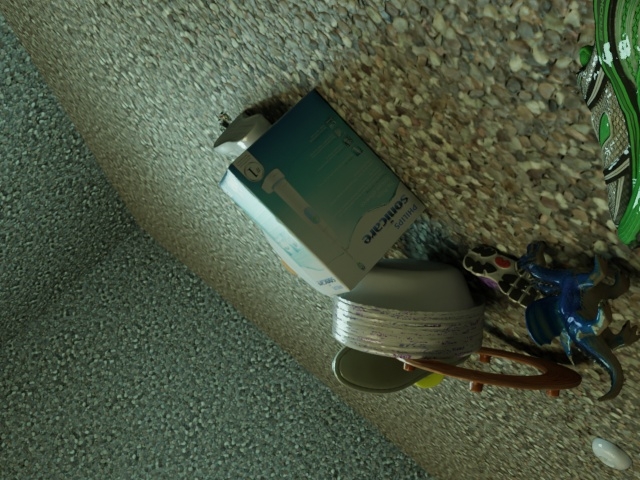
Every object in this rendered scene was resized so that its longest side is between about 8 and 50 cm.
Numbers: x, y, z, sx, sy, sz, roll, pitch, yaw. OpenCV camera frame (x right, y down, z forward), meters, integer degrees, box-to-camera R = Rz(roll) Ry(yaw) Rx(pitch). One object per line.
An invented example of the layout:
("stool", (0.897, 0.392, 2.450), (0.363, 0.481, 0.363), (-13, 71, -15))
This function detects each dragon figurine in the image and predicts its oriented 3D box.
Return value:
("dragon figurine", (0.341, 0.112, 0.832), (0.085, 0.289, 0.144), (29, 138, -22))

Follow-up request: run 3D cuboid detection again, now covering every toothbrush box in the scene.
("toothbrush box", (0.002, -0.079, 1.094), (0.295, 0.216, 0.126), (44, 162, -5))

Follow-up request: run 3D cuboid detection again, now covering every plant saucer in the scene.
("plant saucer", (-0.096, 0.083, 1.967), (0.083, 0.013, 0.083), (39, 161, 16))

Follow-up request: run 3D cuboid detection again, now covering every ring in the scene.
("ring", (0.295, 0.232, 1.118), (0.337, 0.032, 0.336), (7, -179, 0))

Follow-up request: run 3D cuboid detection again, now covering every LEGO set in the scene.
("LEGO set", (-0.231, -0.272, 1.457), (0.054, 0.023, 0.083), (35, 160, 24))

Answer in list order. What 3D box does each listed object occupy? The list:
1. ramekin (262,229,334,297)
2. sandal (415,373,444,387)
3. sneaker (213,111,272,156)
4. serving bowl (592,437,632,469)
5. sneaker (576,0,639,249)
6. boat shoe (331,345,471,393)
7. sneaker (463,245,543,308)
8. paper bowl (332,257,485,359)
("ramekin", (0.000, 0.000, 1.409), (0.273, 0.127, 0.272), (39, 161, 16))
("sandal", (0.186, 0.240, 1.568), (0.317, 0.126, 0.138), (49, -174, 6))
("sneaker", (-0.122, -0.183, 1.297), (0.169, 0.108, 0.292), (38, 177, -23))
("serving bowl", (0.610, 0.456, 1.290), (0.083, 0.027, 0.083), (37, 160, 16))
("sneaker", (0.313, -0.117, 0.558), (0.146, 0.134, 0.343), (61, 180, 39))
("boat shoe", (0.160, 0.238, 1.299), (0.113, 0.340, 0.127), (-8, 94, 63))
("sneaker", (0.319, 0.065, 1.019), (0.170, 0.068, 0.071), (38, 178, 43))
("paper bowl", (0.165, 0.117, 1.157), (0.284, 0.285, 0.147), (14, 103, 56))
